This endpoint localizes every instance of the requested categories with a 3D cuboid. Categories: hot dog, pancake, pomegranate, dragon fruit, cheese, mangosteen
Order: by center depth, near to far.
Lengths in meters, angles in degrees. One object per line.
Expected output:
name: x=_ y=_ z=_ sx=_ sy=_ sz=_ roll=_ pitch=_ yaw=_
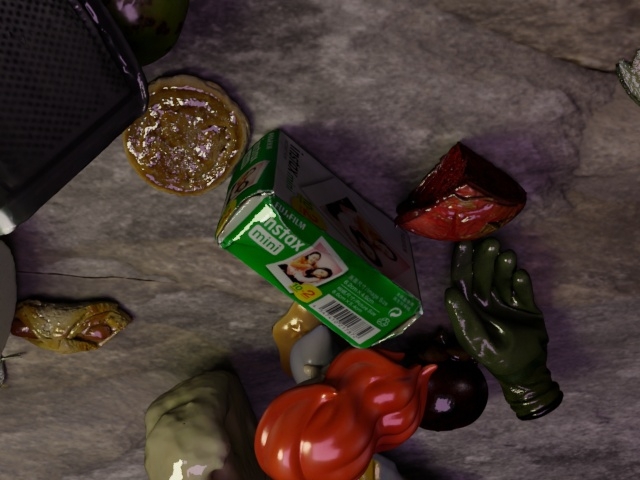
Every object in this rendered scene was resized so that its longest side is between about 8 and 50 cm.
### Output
pomegranate: x=-0.206 y=-0.235 z=0.812 sx=0.169 sy=0.143 sz=0.122 roll=-34 pitch=117 yaw=4
pancake: x=-0.161 y=-0.122 z=0.943 sx=0.158 sy=0.028 sz=0.158 roll=-1 pitch=121 yaw=-2
dragon fruit: x=0.171 y=-0.031 z=0.943 sx=0.127 sy=0.161 sz=0.120 roll=33 pitch=111 yaw=-7
cheese: x=-0.126 y=0.334 z=1.038 sx=0.115 sy=0.326 sz=0.318 roll=-20 pitch=161 yaw=2
hot dog: x=-0.336 y=0.117 z=1.046 sx=0.169 sy=0.061 sz=0.078 roll=1 pitch=120 yaw=-3
mangosteen: x=0.169 y=0.192 z=1.088 sx=0.140 sy=0.140 sz=0.140 roll=-1 pitch=119 yaw=-2

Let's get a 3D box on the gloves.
gloves: x=0.239 y=0.113 z=1.045 sx=0.135 sy=0.107 sz=0.268 roll=-29 pitch=108 yaw=-23

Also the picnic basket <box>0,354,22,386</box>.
picnic basket: x=-0.455 y=0.180 z=1.075 sx=0.083 sy=0.065 sz=0.083 roll=-4 pitch=115 yaw=18

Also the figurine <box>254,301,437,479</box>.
figurine: x=0.027 y=0.189 z=0.993 sx=0.208 sy=0.257 sz=0.180 roll=18 pitch=117 yaw=-13

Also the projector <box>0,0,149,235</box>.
projector: x=-0.426 y=-0.195 z=0.705 sx=0.395 sy=0.242 sz=0.405 roll=-12 pitch=121 yaw=37

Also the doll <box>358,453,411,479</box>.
doll: x=0.079 y=0.369 z=1.188 sx=0.316 sy=0.145 sz=0.103 roll=28 pitch=76 yaw=-24

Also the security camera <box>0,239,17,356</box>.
security camera: x=-0.509 y=0.069 z=0.944 sx=0.237 sy=0.194 sz=0.194 roll=10 pitch=118 yaw=1

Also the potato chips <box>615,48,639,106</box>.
potato chips: x=0.456 y=-0.196 z=0.937 sx=0.209 sy=0.026 sz=0.142 roll=-8 pitch=122 yaw=4

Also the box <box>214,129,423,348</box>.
box: x=0.000 y=0.000 z=0.934 sx=0.250 sy=0.180 sz=0.103 roll=38 pitch=114 yaw=-22
